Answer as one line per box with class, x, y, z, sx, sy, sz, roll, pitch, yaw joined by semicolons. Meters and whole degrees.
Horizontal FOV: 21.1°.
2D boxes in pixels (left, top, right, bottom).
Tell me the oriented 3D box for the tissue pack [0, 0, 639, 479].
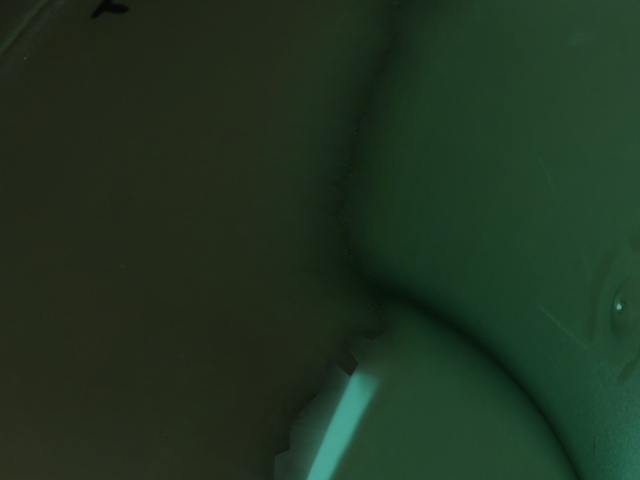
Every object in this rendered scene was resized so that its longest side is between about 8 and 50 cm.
tissue pack;0.000;0.000;0.542;0.387;0.277;0.267;-53;134;-28
